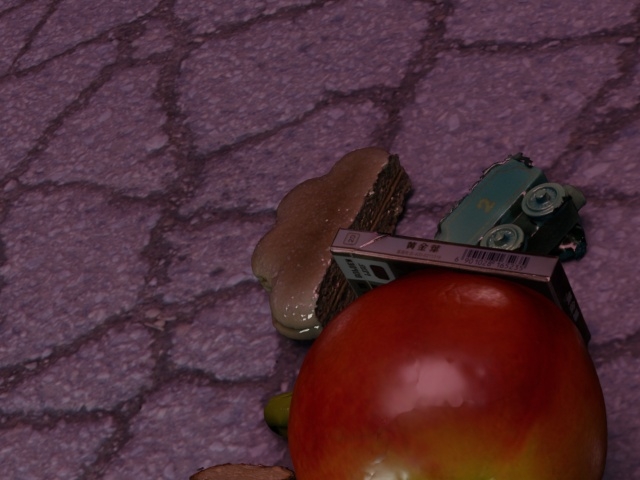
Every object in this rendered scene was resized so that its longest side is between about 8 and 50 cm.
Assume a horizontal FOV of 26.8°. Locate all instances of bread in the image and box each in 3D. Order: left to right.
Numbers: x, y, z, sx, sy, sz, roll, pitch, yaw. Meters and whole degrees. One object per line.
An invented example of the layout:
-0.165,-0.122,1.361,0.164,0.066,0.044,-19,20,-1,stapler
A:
-0.106,0.326,1.782,0.126,0.129,0.044,0,89,26,bread
0.000,-0.003,2.015,0.183,0.102,0.337,7,55,32,bread

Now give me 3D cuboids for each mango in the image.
-0.005,0.234,1.832,0.165,0.074,0.091,-6,53,38,mango

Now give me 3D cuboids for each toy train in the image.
0.267,-0.013,1.881,0.203,0.112,0.163,-44,40,-14,toy train

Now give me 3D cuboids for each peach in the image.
0.147,0.202,1.578,0.388,0.388,0.388,-15,47,16,peach

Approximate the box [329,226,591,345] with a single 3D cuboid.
0.185,0.069,1.797,0.325,0.180,0.047,9,57,33,box
